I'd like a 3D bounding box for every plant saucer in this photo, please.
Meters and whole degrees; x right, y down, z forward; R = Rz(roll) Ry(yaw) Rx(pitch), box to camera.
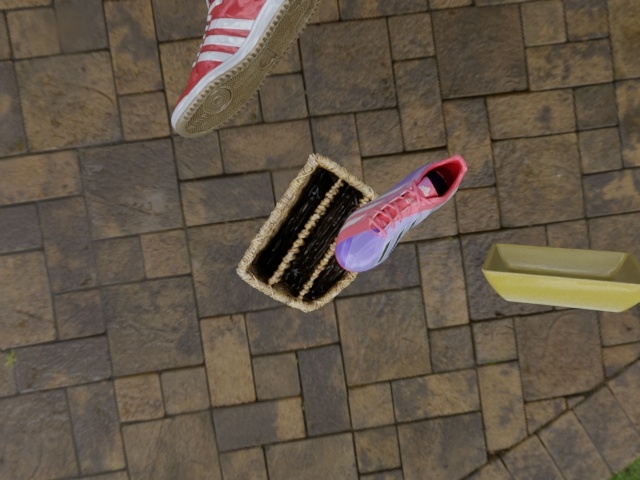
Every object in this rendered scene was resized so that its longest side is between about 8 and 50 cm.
[{"bbox_3d":[0.556,0.084,1.267,0.333,0.333,0.081,4,102,21],"label":"plant saucer"}]

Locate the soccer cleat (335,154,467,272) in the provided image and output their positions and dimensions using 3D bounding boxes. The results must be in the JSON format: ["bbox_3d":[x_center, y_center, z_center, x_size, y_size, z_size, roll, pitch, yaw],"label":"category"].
[{"bbox_3d":[0.117,-0.046,0.793,0.248,0.095,0.083,-36,83,-29],"label":"soccer cleat"}]

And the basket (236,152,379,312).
[{"bbox_3d":[0.000,0.000,1.148,0.213,0.223,0.299,35,94,3],"label":"basket"}]

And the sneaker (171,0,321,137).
[{"bbox_3d":[-0.060,-0.122,0.327,0.118,0.042,0.067,-47,75,10],"label":"sneaker"}]
